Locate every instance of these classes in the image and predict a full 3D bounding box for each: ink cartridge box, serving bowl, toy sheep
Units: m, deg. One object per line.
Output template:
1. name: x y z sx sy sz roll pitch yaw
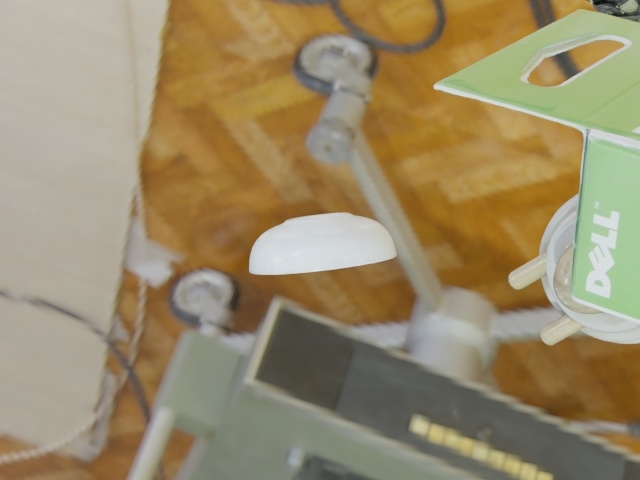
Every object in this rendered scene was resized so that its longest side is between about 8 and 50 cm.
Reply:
1. ink cartridge box: 0.149 -0.012 0.527 0.209 0.109 0.062 19 122 30
2. serving bowl: 0.000 0.000 0.927 0.083 0.083 0.027 -5 94 26
3. toy sheep: 0.151 0.011 0.831 0.091 0.132 0.091 7 105 28

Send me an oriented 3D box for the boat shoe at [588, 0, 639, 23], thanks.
1. boat shoe: 0.250 -0.184 1.224 0.223 0.073 0.080 7 162 -25
